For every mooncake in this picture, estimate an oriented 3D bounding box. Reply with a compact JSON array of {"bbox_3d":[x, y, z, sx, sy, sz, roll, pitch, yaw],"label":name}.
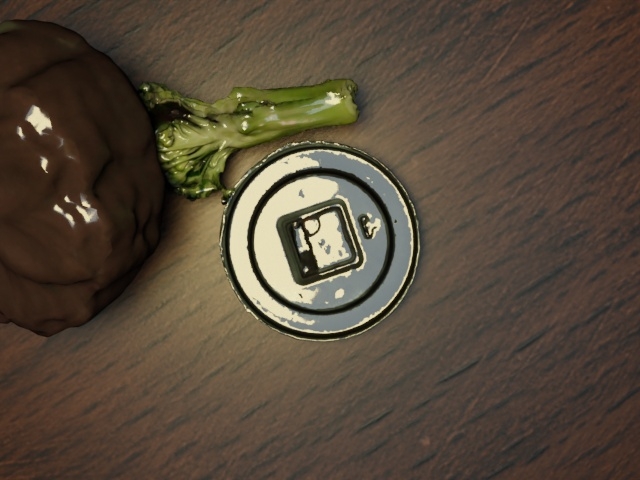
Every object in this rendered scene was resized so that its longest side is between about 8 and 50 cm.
[{"bbox_3d":[-0.374,-0.062,1.293,0.350,0.212,0.381,41,127,3],"label":"mooncake"}]

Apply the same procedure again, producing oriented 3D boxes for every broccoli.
[{"bbox_3d":[-0.097,-0.159,1.363,0.304,0.145,0.165,-10,136,7],"label":"broccoli"}]

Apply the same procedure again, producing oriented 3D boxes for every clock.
[{"bbox_3d":[0.000,0.000,1.427,0.280,0.055,0.281,0,91,2],"label":"clock"}]
